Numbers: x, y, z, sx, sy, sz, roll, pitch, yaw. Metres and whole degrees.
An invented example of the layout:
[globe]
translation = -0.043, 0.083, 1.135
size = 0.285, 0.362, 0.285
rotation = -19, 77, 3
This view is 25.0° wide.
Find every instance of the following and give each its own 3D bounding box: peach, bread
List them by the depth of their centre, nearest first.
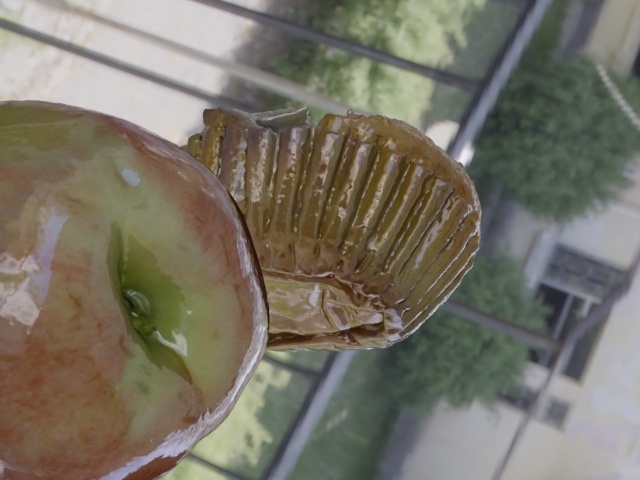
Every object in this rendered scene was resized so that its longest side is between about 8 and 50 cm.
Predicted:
[peach]
translation = -0.164, 0.033, 0.825
size = 0.232, 0.257, 0.232
rotation = 0, 90, -45
[bread]
translation = 0.000, 0.000, 1.215
size = 0.274, 0.274, 0.149
rotation = 76, 21, -55
